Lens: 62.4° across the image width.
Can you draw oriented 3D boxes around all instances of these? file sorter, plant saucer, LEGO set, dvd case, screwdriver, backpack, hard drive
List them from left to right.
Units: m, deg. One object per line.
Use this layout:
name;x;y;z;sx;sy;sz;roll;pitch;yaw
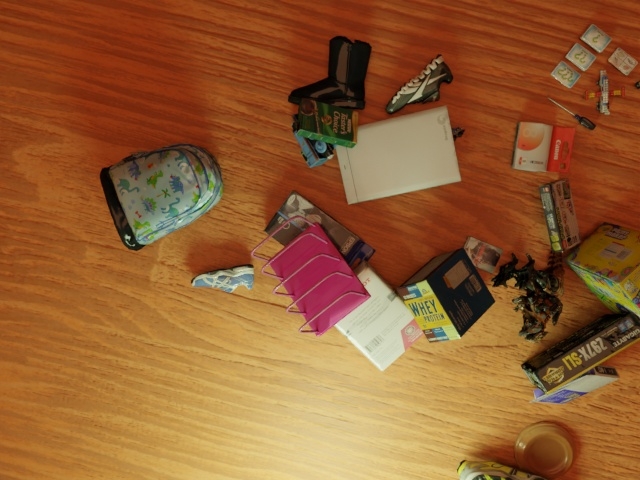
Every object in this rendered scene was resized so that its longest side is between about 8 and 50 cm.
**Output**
backpack;-0.475;-0.158;1.627;0.356;0.273;0.289;-18;88;-7
file sorter;-0.037;0.100;1.530;0.202;0.182;0.290;-39;69;10
hard drive;0.234;-0.260;1.633;0.354;0.047;0.232;-11;95;11
dvd case;0.509;0.046;1.683;0.120;0.013;0.087;23;97;2
plant saucer;0.737;0.694;1.727;0.200;0.037;0.199;0;97;4
screwdriver;0.766;-0.390;1.613;0.170;0.025;0.024;34;97;-1
LEGO set;0.849;-0.501;1.580;0.244;0.060;0.182;38;101;-1

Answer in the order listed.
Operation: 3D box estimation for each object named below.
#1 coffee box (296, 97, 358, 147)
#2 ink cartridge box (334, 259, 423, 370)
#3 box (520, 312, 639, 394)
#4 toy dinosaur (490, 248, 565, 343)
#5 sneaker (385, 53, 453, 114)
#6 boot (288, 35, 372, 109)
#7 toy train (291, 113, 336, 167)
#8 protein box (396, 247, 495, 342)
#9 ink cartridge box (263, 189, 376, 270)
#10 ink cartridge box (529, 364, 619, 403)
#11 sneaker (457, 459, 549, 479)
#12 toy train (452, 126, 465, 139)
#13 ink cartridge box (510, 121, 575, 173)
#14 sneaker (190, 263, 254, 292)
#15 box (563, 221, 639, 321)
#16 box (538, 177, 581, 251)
coffee box;0.023;-0.349;1.575;0.184;0.040;0.113;11;70;-19
ink cartridge box;0.166;0.231;1.659;0.207;0.117;0.283;-43;99;7
box;0.768;0.329;1.570;0.322;0.257;0.079;-33;74;6
toy dinosaur;0.669;0.145;1.637;0.219;0.164;0.321;28;58;-14
sneaker;0.308;-0.451;1.609;0.234;0.078;0.106;-41;90;5
boot;0.028;-0.511;1.612;0.247;0.094;0.207;3;98;0
toy train;-0.027;-0.320;1.636;0.105;0.080;0.184;-35;83;42
protein box;0.380;0.165;1.595;0.201;0.136;0.199;-34;94;-34
ink cartridge box;0.000;0.000;1.688;0.333;0.065;0.165;35;97;-1
ink cartridge box;0.758;0.434;1.595;0.206;0.208;0.045;-43;48;35
sneaker;0.617;0.784;1.702;0.385;0.147;0.145;24;95;-17
toy train;0.376;-0.308;1.647;0.158;0.027;0.036;-30;83;7
ink cartridge box;0.686;-0.282;1.621;0.180;0.045;0.145;6;97;6
sneaker;-0.317;0.132;1.714;0.211;0.080;0.081;-9;92;6
box;0.910;0.122;1.509;0.177;0.290;0.279;-44;100;6
box;0.732;-0.078;1.612;0.114;0.036;0.206;-17;96;-34
